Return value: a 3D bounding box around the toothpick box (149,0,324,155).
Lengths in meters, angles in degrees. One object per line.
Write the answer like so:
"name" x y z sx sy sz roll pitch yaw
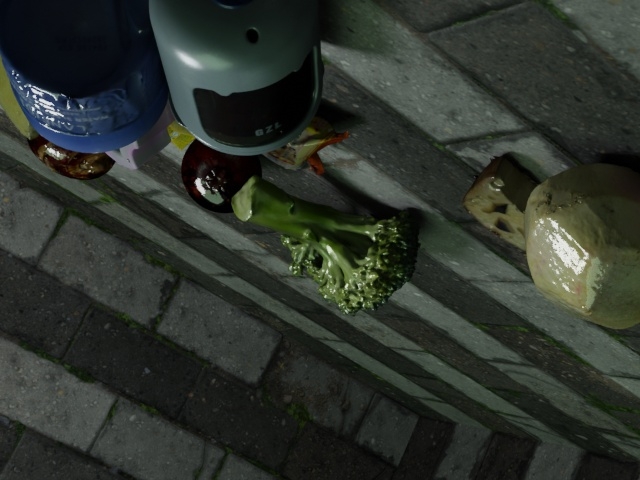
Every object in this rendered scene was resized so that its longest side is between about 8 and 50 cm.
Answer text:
"toothpick box" -0.120 -0.301 1.488 0.263 0.263 0.355 24 164 8

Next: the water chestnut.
"water chestnut" -0.562 -0.256 2.416 0.223 0.238 0.224 -10 159 -4

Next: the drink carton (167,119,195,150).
"drink carton" -0.344 -0.275 2.192 0.200 0.084 0.074 34 131 -30

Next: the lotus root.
"lotus root" 0.334 -0.058 1.845 0.260 0.074 0.170 36 165 -30

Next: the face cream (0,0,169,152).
"face cream" -0.358 -0.285 1.609 0.249 0.249 0.225 25 162 5

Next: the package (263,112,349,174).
"package" -0.096 -0.220 1.934 0.288 0.108 0.223 30 163 -5

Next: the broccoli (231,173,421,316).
"broccoli" 0.034 -0.006 2.214 0.353 0.275 0.397 -10 143 17

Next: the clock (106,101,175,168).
"clock" -0.427 -0.296 2.021 0.338 0.102 0.339 37 156 20

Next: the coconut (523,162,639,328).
"coconut" 0.433 0.000 1.616 0.259 0.259 0.259 24 165 7

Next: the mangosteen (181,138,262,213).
"mangosteen" -0.212 -0.151 2.264 0.199 0.200 0.200 24 165 7

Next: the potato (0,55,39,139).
"potato" -0.612 -0.377 2.197 0.269 0.112 0.255 53 146 -9
